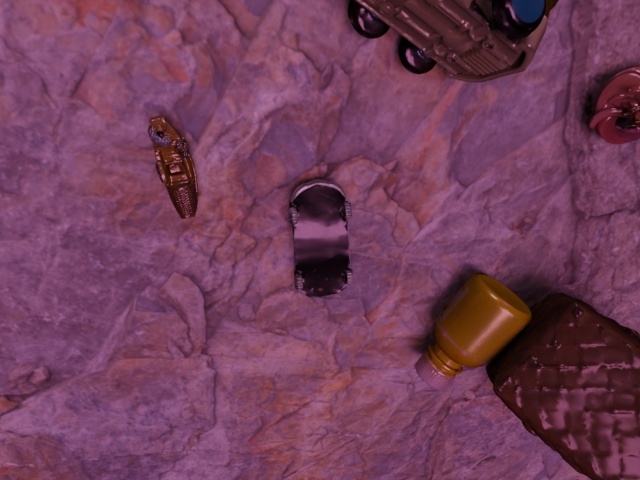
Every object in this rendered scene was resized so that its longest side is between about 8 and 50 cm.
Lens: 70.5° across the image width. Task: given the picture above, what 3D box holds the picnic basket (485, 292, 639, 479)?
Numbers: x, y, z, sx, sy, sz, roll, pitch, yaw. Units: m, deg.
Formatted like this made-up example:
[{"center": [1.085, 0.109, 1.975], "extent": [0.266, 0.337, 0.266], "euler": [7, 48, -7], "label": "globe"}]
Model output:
[{"center": [0.462, 0.252, 0.800], "extent": [0.291, 0.321, 0.254], "euler": [43, 98, 19], "label": "picnic basket"}]

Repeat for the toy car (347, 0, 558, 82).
[{"center": [0.156, -0.321, 0.512], "extent": [0.248, 0.204, 0.198], "euler": [25, 88, -23], "label": "toy car"}]

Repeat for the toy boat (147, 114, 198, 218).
[{"center": [-0.200, -0.099, 0.627], "extent": [0.047, 0.049, 0.149], "euler": [-11, 119, -3], "label": "toy boat"}]

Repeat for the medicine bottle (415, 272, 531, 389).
[{"center": [0.258, 0.171, 0.810], "extent": [0.122, 0.121, 0.212], "euler": [27, 111, -21], "label": "medicine bottle"}]

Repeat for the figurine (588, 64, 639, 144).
[{"center": [0.459, -0.192, 0.641], "extent": [0.114, 0.157, 0.126], "euler": [44, 110, -5], "label": "figurine"}]

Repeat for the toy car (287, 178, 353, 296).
[{"center": [0.000, 0.000, 0.711], "extent": [0.096, 0.056, 0.204], "euler": [-6, 116, -6], "label": "toy car"}]
